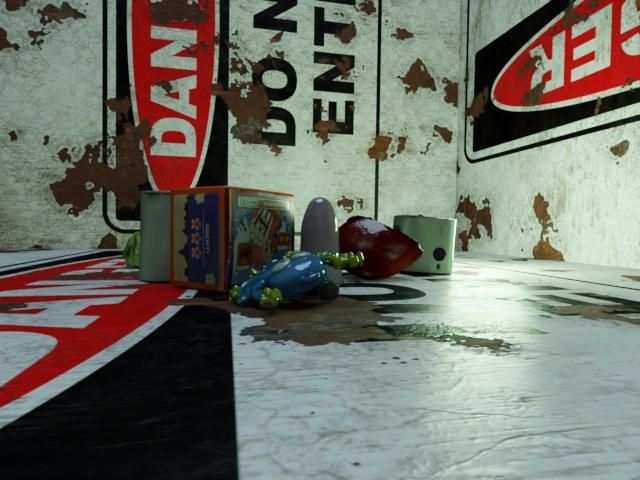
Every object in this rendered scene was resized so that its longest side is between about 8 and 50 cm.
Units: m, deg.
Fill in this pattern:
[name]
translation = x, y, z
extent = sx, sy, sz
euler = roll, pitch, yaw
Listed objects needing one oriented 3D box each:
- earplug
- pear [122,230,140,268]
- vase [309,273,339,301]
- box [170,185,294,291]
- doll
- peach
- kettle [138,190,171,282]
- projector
[earplug]
translation = 0.000, 0.000, 1.463
extent = 0.172, 0.302, 0.172
euler = 1, 2, 0
[pear]
translation = -0.802, 0.040, 2.025
extent = 0.286, 0.177, 0.281
euler = 1, -1, -31
[vase]
translation = -0.005, 0.121, 1.191
extent = 0.086, 0.086, 0.214
euler = 0, 6, -16
[box]
translation = -0.281, -0.010, 1.400
extent = 0.256, 0.319, 0.348
euler = 4, 2, 31
[doll]
translation = -0.078, 0.073, 1.111
extent = 0.345, 0.099, 0.341
euler = -20, 14, -25
[peach]
translation = 0.205, 0.057, 1.642
extent = 0.361, 0.201, 0.258
euler = 16, -23, 24
[kettle]
translation = -0.531, -0.017, 1.540
extent = 0.205, 0.318, 0.265
euler = 0, 2, 38
[projector]
translation = 0.460, 0.016, 1.913
extent = 0.248, 0.249, 0.248
euler = 4, 1, -5
